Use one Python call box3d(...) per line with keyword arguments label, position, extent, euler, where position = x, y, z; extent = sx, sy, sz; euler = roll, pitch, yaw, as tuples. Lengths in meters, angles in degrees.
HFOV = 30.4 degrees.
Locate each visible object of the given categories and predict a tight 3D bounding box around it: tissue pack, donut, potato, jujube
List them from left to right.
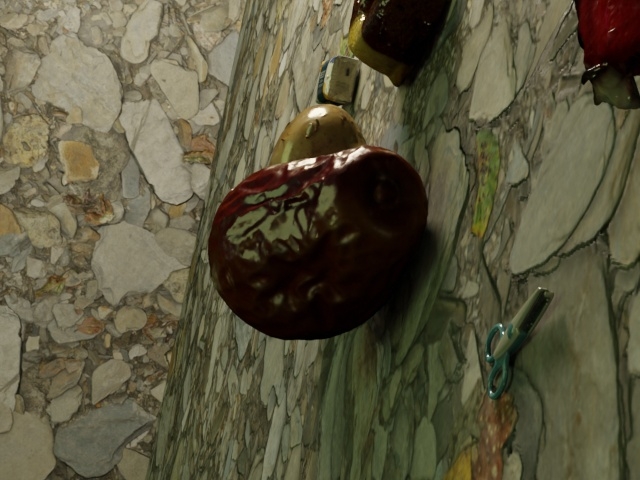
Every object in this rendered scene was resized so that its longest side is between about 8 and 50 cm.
box3d(label="potato", position=(-0.002, -0.053, 1.383), extent=(0.161, 0.128, 0.234), euler=(-68, -7, -58))
box3d(label="jujube", position=(0.000, 0.000, 1.167), extent=(0.255, 0.190, 0.190), euler=(-33, 45, 56))
box3d(label="tissue pack", position=(0.021, -0.213, 1.585), extent=(0.083, 0.042, 0.062), euler=(-167, 86, -78))
box3d(label="donut", position=(0.084, -0.261, 1.282), extent=(0.184, 0.073, 0.166), euler=(135, 148, -66))

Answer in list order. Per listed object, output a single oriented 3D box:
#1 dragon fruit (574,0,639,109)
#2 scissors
box3d(label="dragon fruit", position=(0.215, -0.224, 0.570), extent=(0.282, 0.100, 0.343), euler=(-130, 56, -77))
box3d(label="scissors", position=(0.139, 0.066, 0.845), extent=(0.119, 0.014, 0.058), euler=(112, 164, -52))
